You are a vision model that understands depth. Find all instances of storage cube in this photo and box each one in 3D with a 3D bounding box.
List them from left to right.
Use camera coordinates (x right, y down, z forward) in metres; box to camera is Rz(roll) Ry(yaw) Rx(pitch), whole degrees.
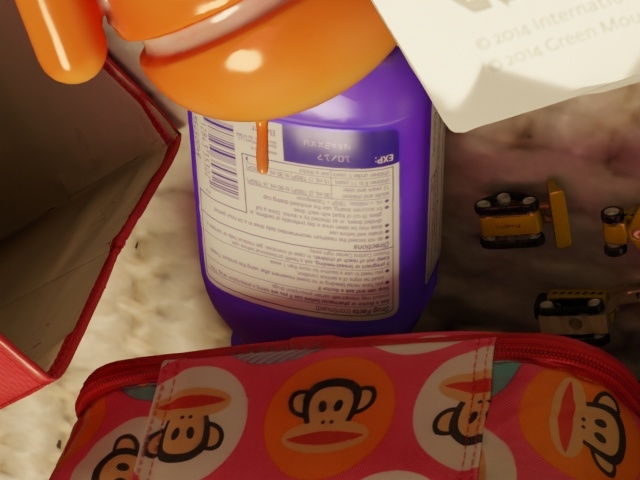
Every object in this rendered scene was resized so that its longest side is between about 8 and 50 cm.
[{"bbox_3d":[-0.220,-0.023,0.855,0.193,0.184,0.215,-28,118,38],"label":"storage cube"}]

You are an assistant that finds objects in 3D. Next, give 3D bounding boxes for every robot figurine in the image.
[{"bbox_3d":[-0.043,-0.137,0.671,0.128,0.158,0.219,-19,112,33],"label":"robot figurine"}]

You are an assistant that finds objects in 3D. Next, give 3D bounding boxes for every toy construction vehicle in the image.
[{"bbox_3d":[0.132,0.007,0.866,0.098,0.035,0.086,-5,118,20],"label":"toy construction vehicle"}]

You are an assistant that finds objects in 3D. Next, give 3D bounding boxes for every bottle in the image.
[{"bbox_3d":[0.000,0.000,0.859,0.118,0.092,0.283,12,134,15],"label":"bottle"}]

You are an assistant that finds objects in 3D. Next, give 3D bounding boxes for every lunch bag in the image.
[{"bbox_3d":[0.033,0.162,0.859,0.293,0.120,0.258,-4,137,22],"label":"lunch bag"}]

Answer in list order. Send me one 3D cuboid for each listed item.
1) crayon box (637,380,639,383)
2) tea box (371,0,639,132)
[{"bbox_3d":[0.091,0.189,1.007,0.318,0.081,0.202,-9,127,26],"label":"crayon box"},{"bbox_3d":[0.156,-0.237,0.426,0.329,0.323,0.220,-15,123,31],"label":"tea box"}]
